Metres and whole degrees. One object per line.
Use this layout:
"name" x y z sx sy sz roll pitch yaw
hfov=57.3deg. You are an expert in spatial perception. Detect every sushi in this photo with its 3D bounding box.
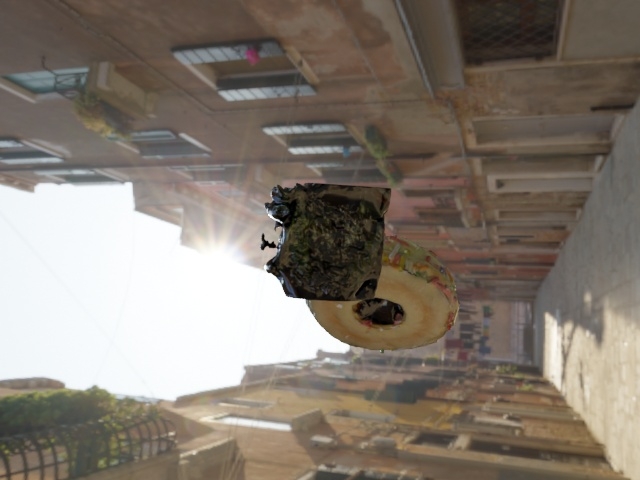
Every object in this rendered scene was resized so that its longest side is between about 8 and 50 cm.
"sushi" 0.000 0.000 0.427 0.056 0.085 0.083 -157 69 -74

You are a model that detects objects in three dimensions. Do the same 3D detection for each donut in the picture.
"donut" 0.067 0.058 0.648 0.068 0.175 0.174 -79 -20 -44
